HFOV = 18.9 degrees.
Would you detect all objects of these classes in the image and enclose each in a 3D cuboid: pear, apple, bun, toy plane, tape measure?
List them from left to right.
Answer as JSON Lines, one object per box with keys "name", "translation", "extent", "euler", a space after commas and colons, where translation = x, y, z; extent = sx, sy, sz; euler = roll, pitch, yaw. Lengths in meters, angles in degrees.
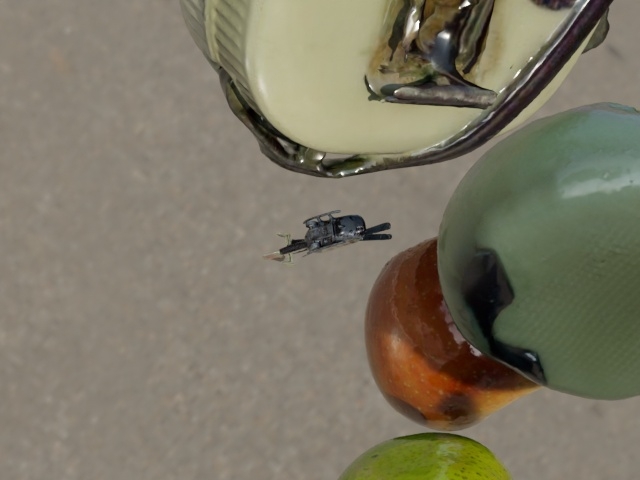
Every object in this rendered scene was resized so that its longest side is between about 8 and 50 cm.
{"name": "toy plane", "translation": [0.000, 0.000, 1.657], "extent": [0.049, 0.121, 0.031], "euler": [17, 61, -58]}
{"name": "pear", "translation": [0.087, 0.249, 1.565], "extent": [0.187, 0.187, 0.220], "euler": [36, -8, -6]}
{"name": "tape measure", "translation": [0.071, -0.146, 1.002], "extent": [0.271, 0.231, 0.133], "euler": [-8, 33, -29]}
{"name": "apple", "translation": [0.151, 0.072, 1.799], "extent": [0.235, 0.210, 0.173], "euler": [-15, 75, -53]}
{"name": "bun", "translation": [0.232, -0.010, 1.575], "extent": [0.283, 0.283, 0.179], "euler": [25, 41, -22]}
